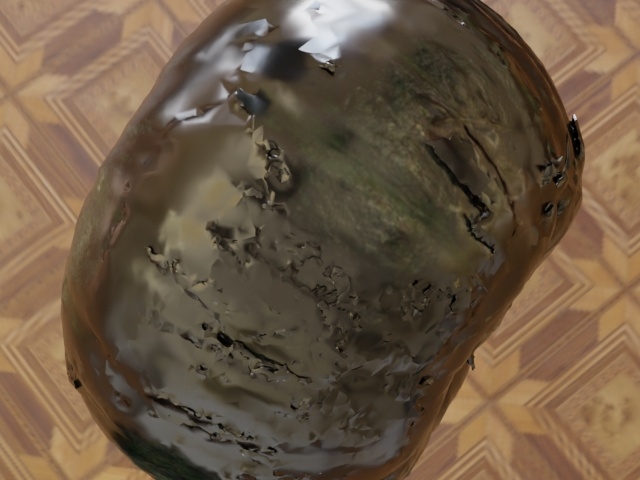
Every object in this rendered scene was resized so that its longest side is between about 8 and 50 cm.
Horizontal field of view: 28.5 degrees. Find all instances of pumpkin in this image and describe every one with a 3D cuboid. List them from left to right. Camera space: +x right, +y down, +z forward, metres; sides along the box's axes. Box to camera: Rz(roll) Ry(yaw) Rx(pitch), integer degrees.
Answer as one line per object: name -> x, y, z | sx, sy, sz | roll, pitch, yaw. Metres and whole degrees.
pumpkin -> 0.000, 0.000, 0.501 | 0.163, 0.233, 0.233 | 31, 77, 12
